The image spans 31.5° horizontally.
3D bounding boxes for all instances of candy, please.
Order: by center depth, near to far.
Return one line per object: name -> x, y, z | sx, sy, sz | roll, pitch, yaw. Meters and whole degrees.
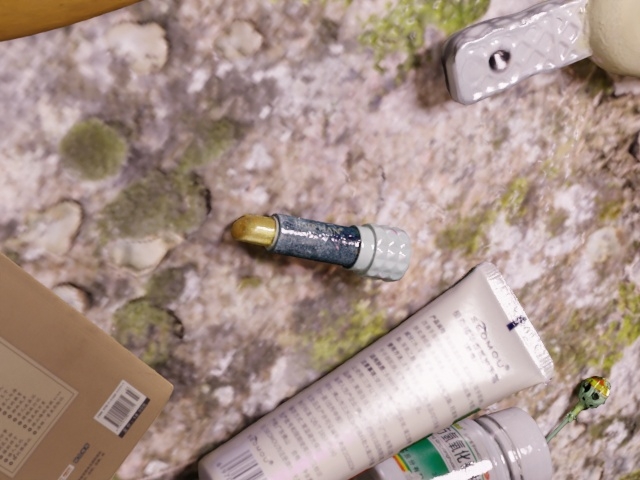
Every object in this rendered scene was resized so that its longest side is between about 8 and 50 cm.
candy -> 0.196, 0.140, 0.889 | 0.083, 0.025, 0.023 | -49, 144, 10

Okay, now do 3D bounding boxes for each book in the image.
book -> -0.187, 0.089, 0.639 | 0.138, 0.016, 0.199 | -53, 127, -12

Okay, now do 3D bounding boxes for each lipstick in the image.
lipstick -> 0.000, 0.000, 0.705 | 0.116, 0.037, 0.037 | 12, 108, -28

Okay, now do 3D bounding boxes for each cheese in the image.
cheese -> 0.179, -0.145, 0.716 | 0.235, 0.050, 0.127 | -22, 124, -19

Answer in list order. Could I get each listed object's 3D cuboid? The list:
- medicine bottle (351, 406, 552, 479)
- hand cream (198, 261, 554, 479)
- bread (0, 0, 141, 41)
medicine bottle -> 0.094, 0.169, 0.812 | 0.130, 0.080, 0.080 | -16, 121, -21
hand cream -> 0.026, 0.117, 0.760 | 0.276, 0.059, 0.095 | -29, 86, -13
bread -> -0.109, -0.173, 0.519 | 0.217, 0.098, 0.147 | -25, 127, -15
